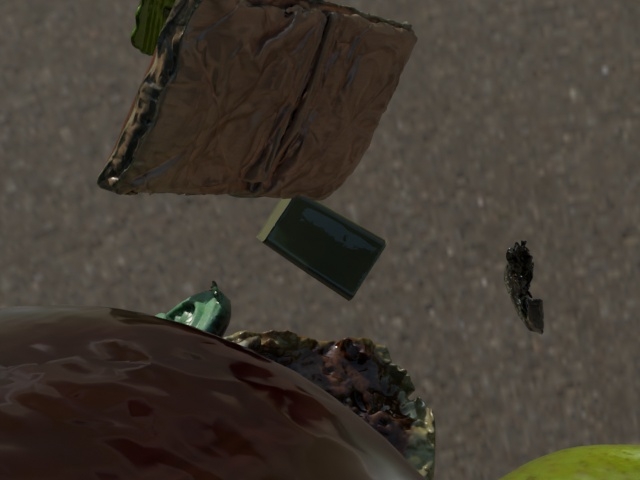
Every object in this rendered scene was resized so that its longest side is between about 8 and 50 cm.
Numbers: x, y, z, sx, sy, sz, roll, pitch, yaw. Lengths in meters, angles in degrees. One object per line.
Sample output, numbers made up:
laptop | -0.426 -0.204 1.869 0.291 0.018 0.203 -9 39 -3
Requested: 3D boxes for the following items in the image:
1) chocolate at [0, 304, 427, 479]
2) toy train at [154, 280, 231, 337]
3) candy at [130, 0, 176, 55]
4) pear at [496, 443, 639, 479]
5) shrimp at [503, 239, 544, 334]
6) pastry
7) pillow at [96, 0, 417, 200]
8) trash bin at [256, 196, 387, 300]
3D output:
chocolate | -0.103 0.165 0.493 0.383 0.384 0.331 11 28 23
toy train | -0.071 0.136 0.934 0.177 0.116 0.285 -42 20 4
candy | -0.070 -0.164 1.252 0.069 0.246 0.149 3 85 13
pear | 0.228 0.265 1.474 0.318 0.238 0.342 17 37 -2
shrimp | 0.239 0.054 2.284 0.034 0.161 0.091 -26 62 -6
pastry | -0.023 0.223 1.988 0.256 0.170 0.237 6 69 -19
pillow | -0.025 -0.075 1.069 0.043 0.232 0.126 34 106 26
trash bin | 0.000 0.000 1.684 0.061 0.092 0.043 -57 14 0
